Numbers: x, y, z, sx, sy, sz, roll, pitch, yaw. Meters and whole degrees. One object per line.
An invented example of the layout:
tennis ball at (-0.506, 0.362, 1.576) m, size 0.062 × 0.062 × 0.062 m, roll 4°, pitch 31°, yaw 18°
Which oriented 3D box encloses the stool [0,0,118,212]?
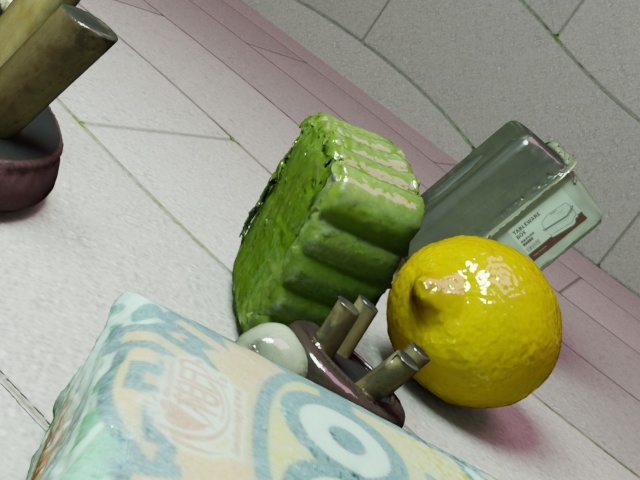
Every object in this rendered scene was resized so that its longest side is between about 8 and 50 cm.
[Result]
stool at (-0.311, -0.165, 0.792) m, size 0.272 × 0.178 × 0.272 m, roll 32°, pitch 15°, yaw -10°

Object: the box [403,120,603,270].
box at (0.243, -0.029, 1.362) m, size 0.166 × 0.290 × 0.220 m, roll 48°, pitch 13°, yaw -8°

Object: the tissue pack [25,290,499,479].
tissue pack at (-0.007, 0.177, 0.504) m, size 0.311 × 0.128 × 0.228 m, roll 30°, pitch 16°, yaw -13°

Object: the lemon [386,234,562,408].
lemon at (0.169, 0.089, 1.035) m, size 0.244 × 0.187 × 0.187 m, roll 37°, pitch 9°, yaw -46°

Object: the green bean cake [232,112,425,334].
green bean cake at (0.000, 0.000, 0.896) m, size 0.113 × 0.214 × 0.200 m, roll 24°, pitch 18°, yaw -17°

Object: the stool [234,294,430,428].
stool at (-0.003, 0.106, 0.749) m, size 0.217 × 0.121 × 0.125 m, roll 27°, pitch 18°, yaw -46°

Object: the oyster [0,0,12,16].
oyster at (-0.389, -0.256, 0.926) m, size 0.191 × 0.163 × 0.081 m, roll 29°, pitch 43°, yaw -3°
